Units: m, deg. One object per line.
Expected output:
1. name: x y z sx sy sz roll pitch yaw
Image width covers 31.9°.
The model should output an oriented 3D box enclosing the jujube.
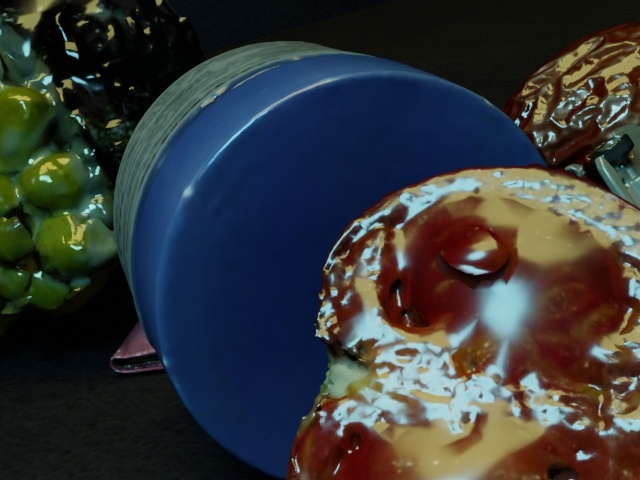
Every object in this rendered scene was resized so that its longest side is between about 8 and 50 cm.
1. jujube: 0.234 -0.090 0.974 0.236 0.168 0.168 -29 18 8

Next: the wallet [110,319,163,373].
1. wallet: -0.095 0.049 0.985 0.119 0.025 0.232 -9 20 13

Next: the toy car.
1. toy car: 0.228 -0.022 0.850 0.112 0.112 0.139 -34 0 41

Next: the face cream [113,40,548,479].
1. face cream: 0.000 0.000 0.718 0.249 0.249 0.225 -18 21 -11

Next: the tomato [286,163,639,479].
1. tomato: 0.096 0.089 0.555 0.200 0.139 0.233 7 68 22

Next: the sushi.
1. sushi: -0.266 -0.086 1.008 0.285 0.329 0.328 -20 10 -34
